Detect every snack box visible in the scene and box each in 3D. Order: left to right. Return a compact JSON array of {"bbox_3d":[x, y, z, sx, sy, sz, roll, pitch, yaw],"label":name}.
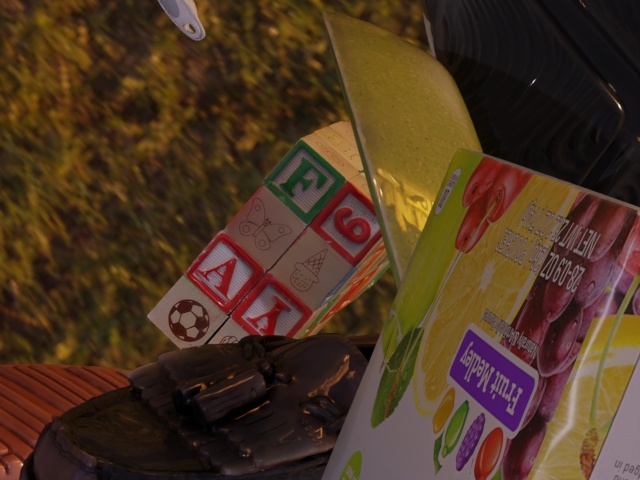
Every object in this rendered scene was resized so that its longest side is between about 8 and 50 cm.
[{"bbox_3d":[0.035,0.090,0.431,0.070,0.174,0.207,21,93,-8],"label":"snack box"}]

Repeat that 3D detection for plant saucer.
[{"bbox_3d":[0.049,0.037,0.642,0.037,0.241,0.241,-16,116,1],"label":"plant saucer"}]

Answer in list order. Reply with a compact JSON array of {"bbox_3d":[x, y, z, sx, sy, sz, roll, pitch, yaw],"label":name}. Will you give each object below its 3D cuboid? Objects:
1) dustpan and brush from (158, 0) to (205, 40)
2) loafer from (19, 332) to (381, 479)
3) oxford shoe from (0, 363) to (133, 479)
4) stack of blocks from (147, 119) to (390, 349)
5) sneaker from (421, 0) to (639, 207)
[{"bbox_3d":[-0.145,-0.242,1.457,0.147,0.060,0.211,-28,110,37],"label":"dustpan and brush"},{"bbox_3d":[0.012,0.068,0.843,0.302,0.109,0.095,-1,121,-39],"label":"loafer"},{"bbox_3d":[-0.242,0.174,1.100,0.397,0.140,0.146,-16,114,-31],"label":"oxford shoe"},{"bbox_3d":[0.000,0.000,1.457,0.087,0.297,0.171,42,106,5],"label":"stack of blocks"},{"bbox_3d":[0.158,-0.063,0.924,0.447,0.257,0.169,33,102,-40],"label":"sneaker"}]
